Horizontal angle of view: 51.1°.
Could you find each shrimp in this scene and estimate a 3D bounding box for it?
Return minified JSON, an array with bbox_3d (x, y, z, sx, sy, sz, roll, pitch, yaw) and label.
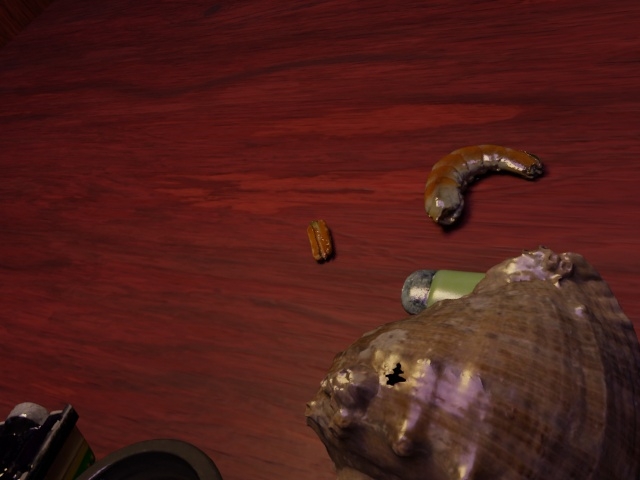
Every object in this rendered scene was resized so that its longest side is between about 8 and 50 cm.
[{"bbox_3d":[0.235,-0.079,0.969,0.165,0.049,0.161,3,48,22],"label":"shrimp"}]

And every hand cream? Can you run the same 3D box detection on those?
[{"bbox_3d":[0.189,0.073,0.837,0.174,0.046,0.095,6,51,26],"label":"hand cream"}]

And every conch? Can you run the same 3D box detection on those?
[{"bbox_3d":[0.145,0.165,0.613,0.297,0.210,0.352,35,100,21],"label":"conch"}]

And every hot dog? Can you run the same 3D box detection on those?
[{"bbox_3d":[0.000,0.000,1.035,0.037,0.021,0.083,-29,41,17],"label":"hot dog"}]

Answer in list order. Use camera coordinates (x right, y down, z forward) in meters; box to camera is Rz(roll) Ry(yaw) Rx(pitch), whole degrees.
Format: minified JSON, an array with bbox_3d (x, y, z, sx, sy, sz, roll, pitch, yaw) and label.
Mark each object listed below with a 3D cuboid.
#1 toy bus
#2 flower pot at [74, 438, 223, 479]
[{"bbox_3d":[-0.423,0.326,0.826,0.305,0.179,0.143,-14,29,16],"label":"toy bus"},{"bbox_3d":[-0.170,0.342,0.688,0.235,0.148,0.235,-17,39,15],"label":"flower pot"}]
